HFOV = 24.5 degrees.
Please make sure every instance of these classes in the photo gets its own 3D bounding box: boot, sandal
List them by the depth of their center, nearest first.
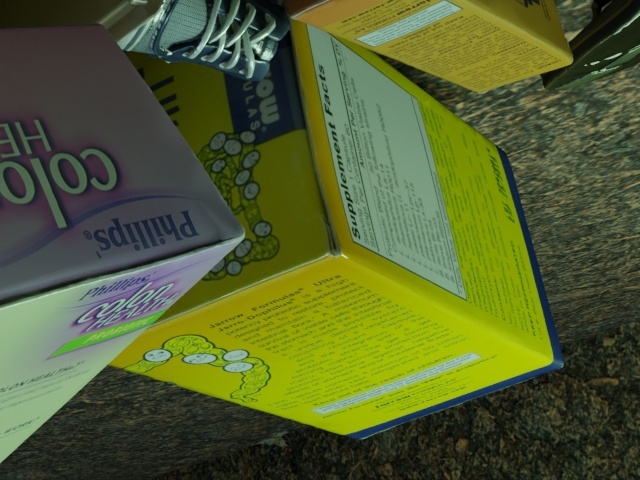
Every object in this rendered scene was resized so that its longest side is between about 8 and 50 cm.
[{"bbox_3d":[-0.057,-0.117,0.751,0.086,0.069,0.190,29,-167,-7],"label":"boot"},{"bbox_3d":[0.215,-0.176,0.958,0.090,0.060,0.219,-11,152,-31],"label":"sandal"}]

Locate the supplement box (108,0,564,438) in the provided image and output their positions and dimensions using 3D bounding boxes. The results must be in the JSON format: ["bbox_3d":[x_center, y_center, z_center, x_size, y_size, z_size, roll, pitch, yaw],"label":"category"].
[{"bbox_3d":[0.000,0.000,1.045,0.195,0.194,0.356,-23,154,24],"label":"supplement box"}]

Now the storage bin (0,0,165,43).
[{"bbox_3d":[-0.242,-0.121,0.625,0.262,0.123,0.260,2,160,-43],"label":"storage bin"}]

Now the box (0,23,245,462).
[{"bbox_3d":[-0.192,0.037,0.579,0.243,0.117,0.213,-41,167,30],"label":"box"}]

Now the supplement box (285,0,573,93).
[{"bbox_3d":[0.066,-0.150,0.872,0.080,0.078,0.233,-21,163,31],"label":"supplement box"}]
